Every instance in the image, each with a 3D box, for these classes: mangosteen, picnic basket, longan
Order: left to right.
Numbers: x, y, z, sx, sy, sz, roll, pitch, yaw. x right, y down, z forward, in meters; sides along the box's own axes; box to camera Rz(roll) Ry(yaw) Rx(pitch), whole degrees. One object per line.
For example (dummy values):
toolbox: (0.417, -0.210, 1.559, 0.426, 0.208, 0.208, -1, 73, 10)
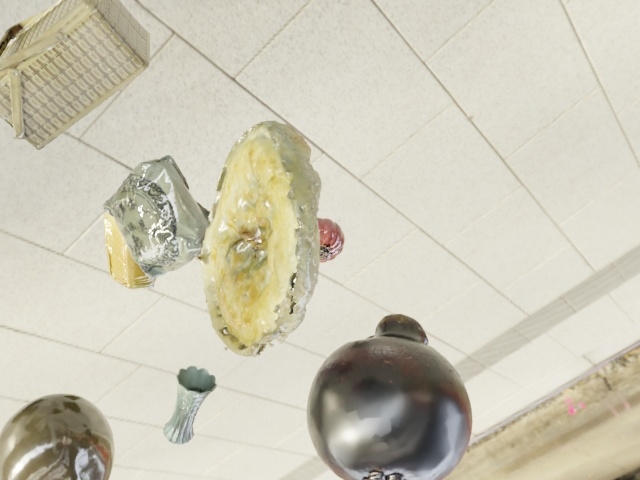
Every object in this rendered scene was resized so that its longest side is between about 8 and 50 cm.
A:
longan: (-0.510, 0.413, 1.079, 0.215, 0.246, 0.246, -44, 155, -39)
picnic basket: (-0.518, -0.363, 1.118, 0.312, 0.228, 0.175, -33, 130, 10)
mangosteen: (0.127, 0.284, 0.998, 0.296, 0.314, 0.297, 19, 163, 6)

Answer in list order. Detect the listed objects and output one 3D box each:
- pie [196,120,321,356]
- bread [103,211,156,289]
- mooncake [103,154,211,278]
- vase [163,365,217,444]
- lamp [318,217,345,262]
pie: (-0.074, -0.005, 0.646, 0.055, 0.274, 0.274, 10, 130, -32)
bread: (-0.606, 0.020, 1.802, 0.119, 0.152, 0.288, -24, 128, -46)
mooncake: (-0.391, -0.045, 1.347, 0.254, 0.250, 0.136, -33, 179, 41)
vase: (-0.265, 0.332, 1.107, 0.081, 0.081, 0.149, 10, 112, -31)
lamp: (0.000, 0.000, 1.219, 0.107, 0.092, 0.108, -3, 133, -3)
